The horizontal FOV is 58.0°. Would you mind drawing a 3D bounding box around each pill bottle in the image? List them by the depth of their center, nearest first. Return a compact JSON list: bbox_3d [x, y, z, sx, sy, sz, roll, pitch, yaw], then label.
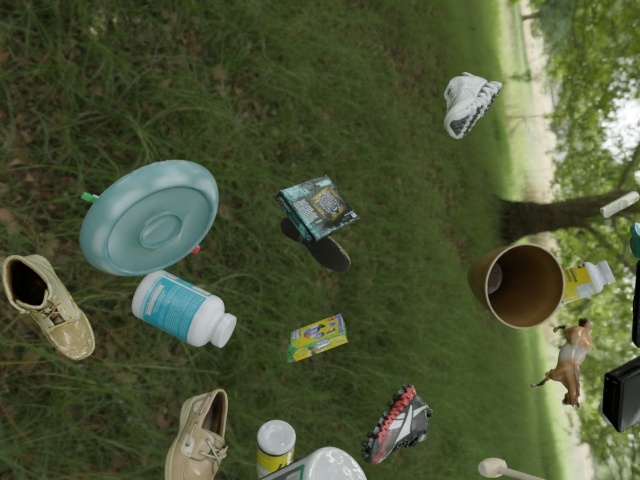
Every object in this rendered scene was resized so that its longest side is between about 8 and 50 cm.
[{"bbox_3d":[-0.070,0.649,1.379,0.204,0.361,0.204,32,37,-29],"label":"pill bottle"},{"bbox_3d":[-0.365,0.193,1.571,0.146,0.264,0.146,-61,169,-21],"label":"pill bottle"},{"bbox_3d":[-0.142,0.672,1.801,0.119,0.119,0.209,-63,163,-54],"label":"pill bottle"},{"bbox_3d":[0.833,0.131,1.849,0.103,0.184,0.103,49,27,-36],"label":"pill bottle"}]

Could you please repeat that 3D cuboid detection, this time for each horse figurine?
[{"bbox_3d":[0.629,0.293,1.466,0.263,0.066,0.174,-58,180,-17],"label":"horse figurine"}]

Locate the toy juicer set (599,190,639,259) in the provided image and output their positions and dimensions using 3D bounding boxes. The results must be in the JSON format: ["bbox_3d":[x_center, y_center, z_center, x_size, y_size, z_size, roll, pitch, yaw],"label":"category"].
[{"bbox_3d":[0.851,-0.016,1.463,0.329,0.089,0.209,51,54,-10],"label":"toy juicer set"}]

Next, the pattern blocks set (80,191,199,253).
[{"bbox_3d":[-0.470,-0.050,1.533,0.026,0.324,0.285,-64,-168,-4],"label":"pattern blocks set"}]

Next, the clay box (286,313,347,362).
[{"bbox_3d":[-0.021,0.337,1.987,0.127,0.221,0.053,-96,164,-69],"label":"clay box"}]

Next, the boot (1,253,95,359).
[{"bbox_3d":[-0.571,0.147,1.219,0.262,0.095,0.203,64,-17,-5],"label":"boot"}]

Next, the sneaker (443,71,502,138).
[{"bbox_3d":[0.356,-0.346,1.451,0.292,0.118,0.110,-44,166,-49],"label":"sneaker"}]

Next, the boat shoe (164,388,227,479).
[{"bbox_3d":[-0.292,0.507,1.414,0.122,0.110,0.341,51,19,-33],"label":"boat shoe"}]

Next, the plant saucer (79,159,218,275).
[{"bbox_3d":[-0.347,-0.032,1.231,0.044,0.317,0.317,48,6,28],"label":"plant saucer"}]

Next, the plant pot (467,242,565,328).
[{"bbox_3d":[0.538,0.120,1.703,0.254,0.237,0.237,-167,-112,-79],"label":"plant pot"}]

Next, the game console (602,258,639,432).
[{"bbox_3d":[0.647,0.192,1.140,0.213,0.044,0.362,-17,111,-26],"label":"game console"}]

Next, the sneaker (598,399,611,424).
[{"bbox_3d":[0.843,0.413,1.485,0.115,0.232,0.090,61,12,-54],"label":"sneaker"}]

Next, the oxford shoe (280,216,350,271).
[{"bbox_3d":[0.000,0.000,1.495,0.076,0.212,0.076,-57,165,26],"label":"oxford shoe"}]

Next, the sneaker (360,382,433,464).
[{"bbox_3d":[0.212,0.502,1.524,0.276,0.135,0.098,-37,162,-48],"label":"sneaker"}]

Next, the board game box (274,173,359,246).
[{"bbox_3d":[-0.004,-0.069,1.215,0.126,0.026,0.186,53,35,7],"label":"board game box"}]

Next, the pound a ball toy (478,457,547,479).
[{"bbox_3d":[0.449,0.631,1.299,0.319,0.135,0.208,162,-69,-68],"label":"pound a ball toy"}]
